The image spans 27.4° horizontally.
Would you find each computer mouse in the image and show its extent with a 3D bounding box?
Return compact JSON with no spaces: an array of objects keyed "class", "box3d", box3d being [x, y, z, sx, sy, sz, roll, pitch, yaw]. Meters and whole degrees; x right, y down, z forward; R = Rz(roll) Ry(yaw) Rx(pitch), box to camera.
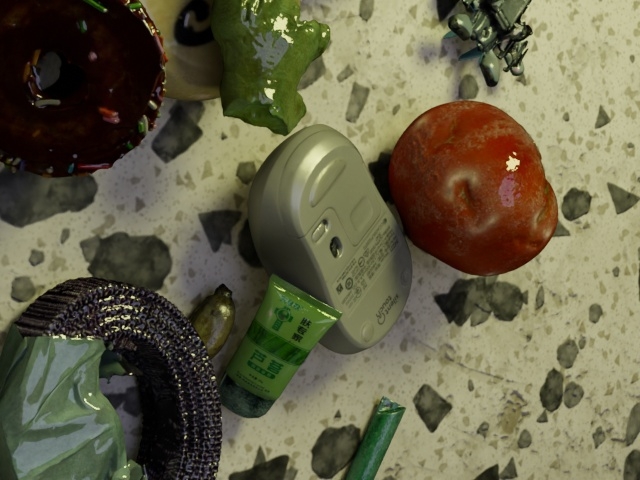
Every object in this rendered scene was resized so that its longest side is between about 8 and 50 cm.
[{"class":"computer mouse","box3d":[0.000,0.000,1.578,0.184,0.121,0.297,-58,138,-30]}]

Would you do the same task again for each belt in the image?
[{"class":"belt","box3d":[-0.233,0.202,1.429,0.260,0.122,0.324,-9,98,-39]}]

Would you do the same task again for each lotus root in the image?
[{"class":"lotus root","box3d":[-0.128,0.099,1.533,0.049,0.054,0.099,32,75,-22]}]

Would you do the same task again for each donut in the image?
[{"class":"donut","box3d":[-0.266,-0.178,1.342,0.235,0.089,0.235,1,107,3]}]

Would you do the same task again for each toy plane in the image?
[{"class":"toy plane","box3d":[0.257,-0.324,1.754,0.246,0.078,0.169,-49,118,-22]}]

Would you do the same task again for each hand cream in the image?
[{"class":"hand cream","box3d":[-0.058,0.132,1.544,0.095,0.046,0.175,31,111,-4]}]

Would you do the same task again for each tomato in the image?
[{"class":"tomato","box3d":[0.187,-0.060,1.652,0.189,0.232,0.232,-27,111,1]}]

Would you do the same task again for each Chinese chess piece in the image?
[{"class":"Chinese chess piece","box3d":[-0.144,-0.285,1.463,0.257,0.104,0.257,-4,96,-34]}]

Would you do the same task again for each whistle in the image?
[{"class":"whistle","box3d":[0.057,0.292,1.688,0.039,0.039,0.186,35,73,-32]}]

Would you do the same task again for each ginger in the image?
[{"class":"ginger","box3d":[-0.055,-0.256,1.416,0.137,0.089,0.289,-7,94,-16]}]
